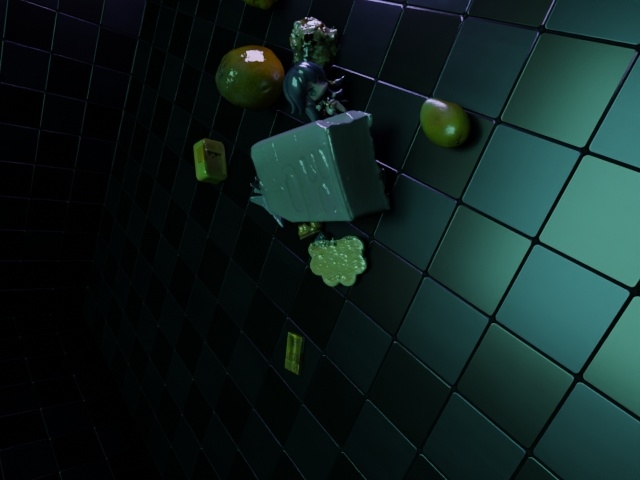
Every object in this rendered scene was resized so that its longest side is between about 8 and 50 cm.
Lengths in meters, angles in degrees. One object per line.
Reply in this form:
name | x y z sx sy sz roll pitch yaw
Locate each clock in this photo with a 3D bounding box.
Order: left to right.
clock | -0.550 -0.394 2.269 0.096 0.143 0.203 -17 76 42

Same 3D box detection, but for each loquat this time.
loquat | -0.295 -0.694 1.921 0.275 0.283 0.276 3 94 51

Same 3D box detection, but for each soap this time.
soap | -0.010 -0.233 1.586 0.434 0.212 0.351 0 113 47

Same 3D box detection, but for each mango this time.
mango | 0.368 -0.355 1.357 0.130 0.091 0.195 -48 52 35

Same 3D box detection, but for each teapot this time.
teapot | -0.003 0.000 1.756 0.083 0.049 0.064 -54 54 30

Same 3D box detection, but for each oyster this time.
oyster | -0.057 -0.681 1.771 0.197 0.133 0.337 29 127 15

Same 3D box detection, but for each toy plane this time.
toy plane | -0.202 -0.164 1.951 0.212 0.088 0.267 -48 65 35

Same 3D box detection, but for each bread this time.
bread | 0.065 0.079 1.670 0.250 0.039 0.182 -8 95 37

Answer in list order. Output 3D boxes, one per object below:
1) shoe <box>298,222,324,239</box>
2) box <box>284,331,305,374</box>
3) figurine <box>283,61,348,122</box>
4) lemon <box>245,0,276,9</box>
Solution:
shoe | -0.043 -0.048 1.783 0.109 0.072 0.069 -34 70 40
box | -0.106 0.462 1.866 0.089 0.022 0.157 14 98 46
figurine | -0.019 -0.523 1.666 0.196 0.175 0.265 -12 121 37
lemon | -0.261 -1.138 1.926 0.245 0.245 0.320 -12 86 45
